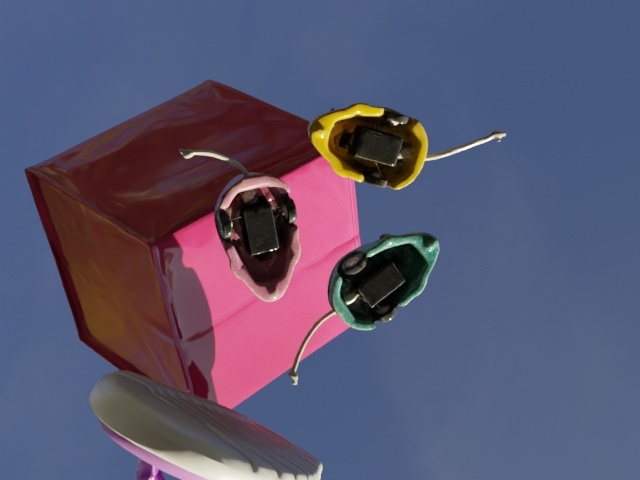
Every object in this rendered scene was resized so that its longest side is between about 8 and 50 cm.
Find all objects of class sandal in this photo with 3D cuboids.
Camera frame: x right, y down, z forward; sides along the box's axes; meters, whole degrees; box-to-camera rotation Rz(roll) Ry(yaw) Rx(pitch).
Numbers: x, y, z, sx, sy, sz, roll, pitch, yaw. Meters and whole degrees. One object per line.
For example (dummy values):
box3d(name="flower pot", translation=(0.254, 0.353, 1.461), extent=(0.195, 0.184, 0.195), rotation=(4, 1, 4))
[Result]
box3d(name="sandal", translation=(-0.083, 0.203, 0.906), extent=(0.169, 0.416, 0.102), rotation=(26, -97, 18))

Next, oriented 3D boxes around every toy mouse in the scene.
box3d(name="toy mouse", translation=(0.000, 0.000, 0.528), extent=(0.161, 0.031, 0.143), rotation=(8, -78, -22))

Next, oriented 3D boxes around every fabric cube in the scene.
box3d(name="fabric cube", translation=(-0.131, 0.007, 1.201), extent=(0.254, 0.258, 0.259), rotation=(27, -42, 40))
